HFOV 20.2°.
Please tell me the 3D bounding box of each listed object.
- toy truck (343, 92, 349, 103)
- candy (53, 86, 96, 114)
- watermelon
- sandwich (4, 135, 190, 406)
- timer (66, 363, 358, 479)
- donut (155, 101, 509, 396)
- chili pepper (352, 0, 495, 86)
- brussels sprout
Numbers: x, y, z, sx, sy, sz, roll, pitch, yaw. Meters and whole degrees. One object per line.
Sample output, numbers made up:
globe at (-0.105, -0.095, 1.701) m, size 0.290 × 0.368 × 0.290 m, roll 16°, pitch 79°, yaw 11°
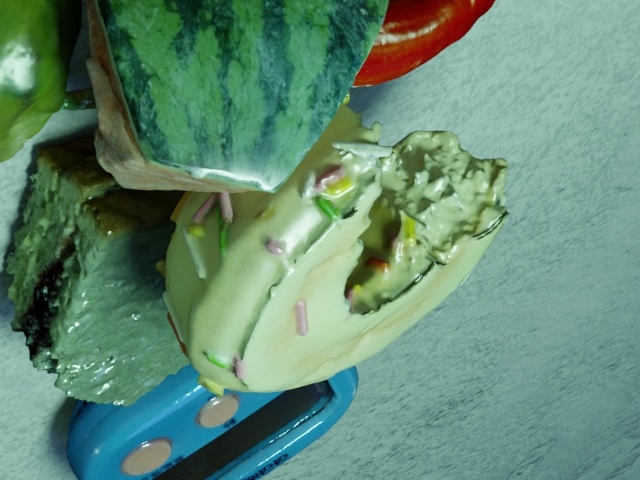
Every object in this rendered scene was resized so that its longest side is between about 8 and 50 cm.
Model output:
toy truck at (-0.031, -0.113, 1.669) m, size 0.123 × 0.052 × 0.063 m, roll -31°, pitch 149°, yaw -31°
candy at (-0.240, -0.123, 1.561) m, size 0.287 × 0.084 × 0.078 m, roll -8°, pitch 167°, yaw -25°
watermelon at (-0.065, -0.141, 1.448) m, size 0.250 × 0.283 × 0.292 m, roll -1°, pitch 154°, yaw 2°
sandwich at (-0.169, 0.026, 1.774) m, size 0.262 × 0.131 × 0.325 m, roll -16°, pitch 147°, yaw -34°
timer at (-0.126, 0.197, 2.093) m, size 0.340 × 0.115 × 0.309 m, roll -34°, pitch 150°, yaw -4°
donut at (-0.001, 0.006, 1.637) m, size 0.307 × 0.150 × 0.371 m, roll -49°, pitch 156°, yaw 17°
chili pepper at (0.051, -0.212, 1.636) m, size 0.368 × 0.092 × 0.137 m, roll -23°, pitch 111°, yaw -38°
brussels sprout at (-0.268, -0.148, 1.406) m, size 0.161 × 0.143 × 0.181 m, roll -55°, pitch 164°, yaw -56°
